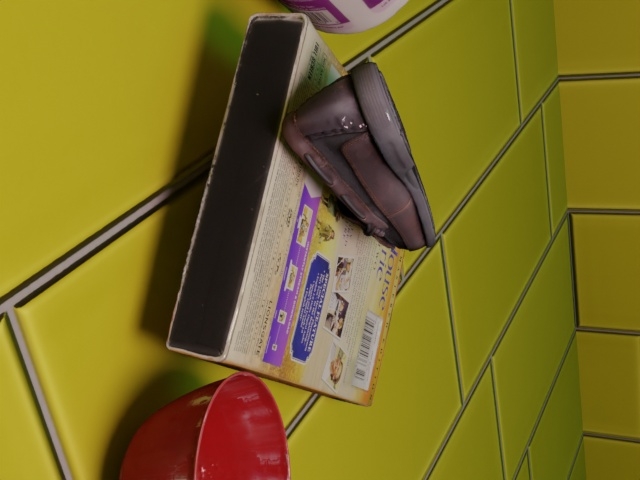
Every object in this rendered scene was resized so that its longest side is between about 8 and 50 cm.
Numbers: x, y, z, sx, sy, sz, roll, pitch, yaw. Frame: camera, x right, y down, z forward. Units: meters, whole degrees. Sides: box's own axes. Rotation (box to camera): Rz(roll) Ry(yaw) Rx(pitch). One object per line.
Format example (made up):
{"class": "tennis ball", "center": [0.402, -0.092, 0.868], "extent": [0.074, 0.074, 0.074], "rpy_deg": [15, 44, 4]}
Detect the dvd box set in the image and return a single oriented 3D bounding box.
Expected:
{"class": "dvd box set", "center": [0.000, 0.000, 0.948], "extent": [0.420, 0.062, 0.308], "rpy_deg": [36, 65, -66]}

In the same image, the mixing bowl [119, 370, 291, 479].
{"class": "mixing bowl", "center": [-0.103, 0.202, 0.761], "extent": [0.181, 0.098, 0.182], "rpy_deg": [-6, 90, -70]}

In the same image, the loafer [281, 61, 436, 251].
{"class": "loafer", "center": [0.043, -0.063, 0.862], "extent": [0.302, 0.095, 0.109], "rpy_deg": [56, 16, -65]}

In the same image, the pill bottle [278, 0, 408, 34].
{"class": "pill bottle", "center": [-0.027, -0.318, 0.825], "extent": [0.301, 0.169, 0.169], "rpy_deg": [24, 71, -61]}
